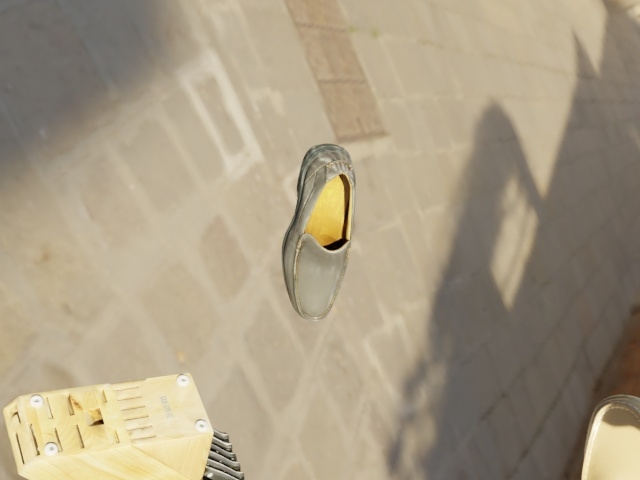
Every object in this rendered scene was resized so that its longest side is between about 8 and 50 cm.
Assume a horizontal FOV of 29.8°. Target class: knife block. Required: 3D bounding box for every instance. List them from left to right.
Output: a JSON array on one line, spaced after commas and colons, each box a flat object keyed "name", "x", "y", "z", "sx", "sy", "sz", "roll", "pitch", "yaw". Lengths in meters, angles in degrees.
[{"name": "knife block", "x": -0.211, "y": 0.263, "z": 1.332, "sx": 0.088, "sy": 0.275, "sz": 0.242, "roll": -119, "pitch": -146, "yaw": -40}]

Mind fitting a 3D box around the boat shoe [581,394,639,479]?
[{"name": "boat shoe", "x": 0.366, "y": 0.353, "z": 1.452, "sx": 0.110, "sy": 0.121, "sz": 0.341, "roll": 23, "pitch": 63, "yaw": -55}]

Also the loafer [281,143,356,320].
[{"name": "loafer", "x": 0.000, "y": 0.000, "z": 1.097, "sx": 0.061, "sy": 0.062, "sz": 0.170, "roll": -119, "pitch": -150, "yaw": -66}]
